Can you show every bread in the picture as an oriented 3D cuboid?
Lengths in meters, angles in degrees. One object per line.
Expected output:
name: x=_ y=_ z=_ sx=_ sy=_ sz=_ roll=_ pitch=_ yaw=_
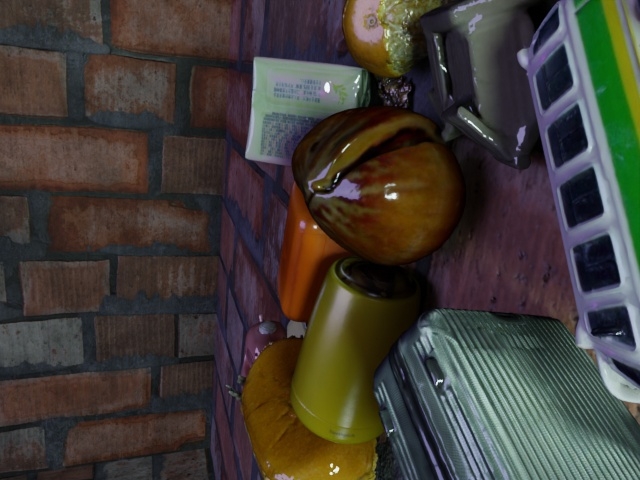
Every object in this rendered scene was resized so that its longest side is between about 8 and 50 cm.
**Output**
bread: x=-0.029 y=0.346 z=0.972 sx=0.388 sy=0.236 sz=0.183 roll=48 pitch=151 yaw=51

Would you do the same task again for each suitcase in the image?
suitcase: x=0.179 y=0.201 z=0.398 sx=0.128 sy=0.202 sz=0.312 roll=-61 pitch=33 yaw=36

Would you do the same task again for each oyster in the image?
oyster: x=0.112 y=-0.241 z=0.826 sx=0.132 sy=0.029 sz=0.086 roll=-131 pitch=44 yaw=-59

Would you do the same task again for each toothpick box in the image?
toothpick box: x=0.058 y=0.160 z=0.779 sx=0.175 sy=0.175 sz=0.271 roll=-124 pitch=42 yaw=-58

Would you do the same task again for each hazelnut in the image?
hazelnut: x=0.068 y=-0.078 z=0.677 sx=0.251 sy=0.217 sz=0.217 roll=54 pitch=142 yaw=38

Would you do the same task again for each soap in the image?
soap: x=-0.017 y=-0.226 z=0.900 sx=0.138 sy=0.199 sz=0.182 roll=-58 pitch=-24 yaw=-72

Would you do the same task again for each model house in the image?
model house: x=0.180 y=-0.175 z=0.516 sx=0.229 sy=0.122 sz=0.188 roll=-104 pitch=6 yaw=-70

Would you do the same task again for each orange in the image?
orange: x=0.106 y=-0.318 z=0.715 sx=0.156 sy=0.134 sz=0.157 roll=20 pitch=129 yaw=26

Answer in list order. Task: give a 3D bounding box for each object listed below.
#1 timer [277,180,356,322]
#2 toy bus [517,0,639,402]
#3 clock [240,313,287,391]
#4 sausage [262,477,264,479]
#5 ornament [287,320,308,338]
timer: x=0.000 y=0.000 z=0.970 sx=0.250 sy=0.161 sz=0.258 roll=-113 pitch=29 yaw=-55
toy bus: x=0.239 y=-0.037 z=0.306 sx=0.179 sy=0.143 sz=0.306 roll=137 pitch=129 yaw=-67
clock: x=-0.151 y=0.333 z=1.367 sx=0.227 sy=0.142 sz=0.241 roll=-127 pitch=34 yaw=-59
sausage: x=-0.091 y=0.595 z=1.285 sx=0.134 sy=0.116 sz=0.354 roll=58 pitch=148 yaw=32
ornament: x=-0.035 y=0.219 z=1.212 sx=0.180 sy=0.059 sz=0.201 roll=-112 pitch=26 yaw=-47
